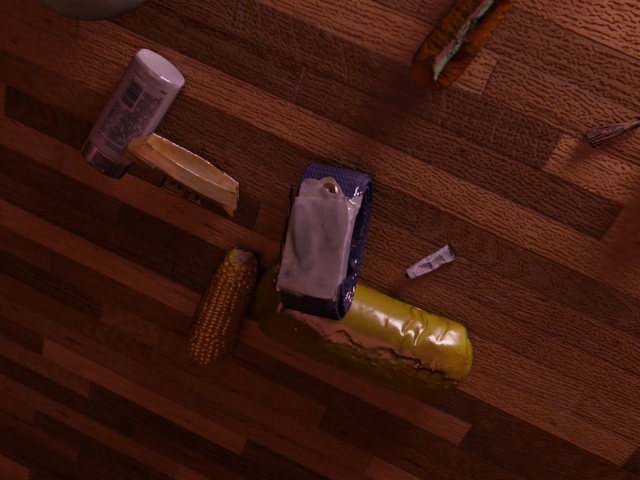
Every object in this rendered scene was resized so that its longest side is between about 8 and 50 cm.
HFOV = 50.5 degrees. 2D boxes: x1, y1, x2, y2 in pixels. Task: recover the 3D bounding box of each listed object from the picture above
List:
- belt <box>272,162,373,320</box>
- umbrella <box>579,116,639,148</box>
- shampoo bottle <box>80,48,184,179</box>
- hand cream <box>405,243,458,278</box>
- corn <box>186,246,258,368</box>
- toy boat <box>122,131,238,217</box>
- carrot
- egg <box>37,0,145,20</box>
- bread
[{"bbox_3d":[0.000,0.000,1.040,0.126,0.139,0.230,13,94,17],"label":"belt"},{"bbox_3d":[0.389,-0.144,0.906,0.083,0.020,0.031,-21,111,23],"label":"umbrella"},{"bbox_3d":[-0.309,-0.200,1.104,0.086,0.056,0.227,36,125,-10],"label":"shampoo bottle"},{"bbox_3d":[0.176,0.036,1.092,0.093,0.019,0.030,-30,104,24],"label":"hand cream"},{"bbox_3d":[-0.179,0.128,1.230,0.091,0.091,0.260,28,120,6],"label":"corn"},{"bbox_3d":[-0.223,-0.102,1.110,0.206,0.064,0.072,31,123,-18],"label":"toy boat"},{"bbox_3d":[0.204,-0.303,0.853,0.070,0.070,0.260,34,123,-1],"label":"carrot"},{"bbox_3d":[-0.256,-0.444,0.839,0.230,0.230,0.371,39,118,-5],"label":"egg"},{"bbox_3d":[0.064,0.161,1.145,0.383,0.112,0.166,22,123,7],"label":"bread"}]
